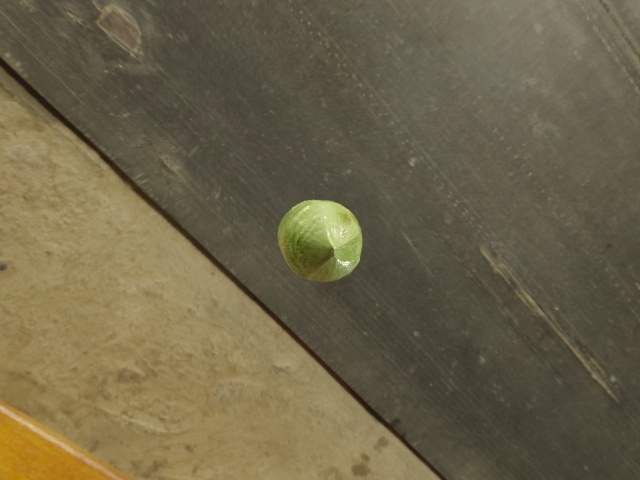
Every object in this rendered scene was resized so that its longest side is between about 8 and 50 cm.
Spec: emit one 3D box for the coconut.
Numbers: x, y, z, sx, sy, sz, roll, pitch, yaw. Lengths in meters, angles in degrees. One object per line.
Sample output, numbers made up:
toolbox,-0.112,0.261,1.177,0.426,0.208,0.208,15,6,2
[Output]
coconut,0.000,0.000,0.558,0.087,0.096,0.088,-4,103,-20
